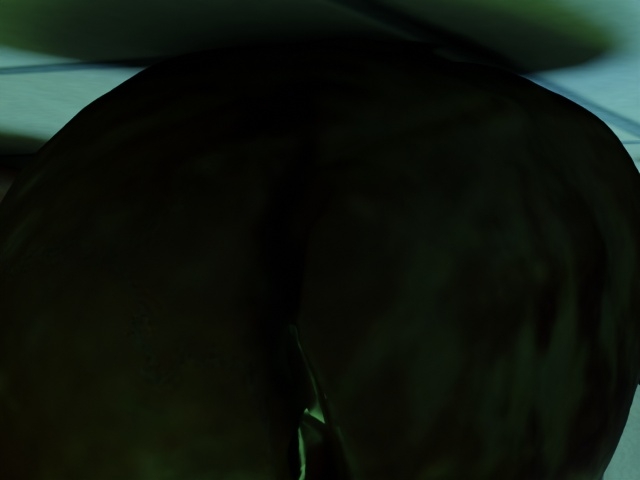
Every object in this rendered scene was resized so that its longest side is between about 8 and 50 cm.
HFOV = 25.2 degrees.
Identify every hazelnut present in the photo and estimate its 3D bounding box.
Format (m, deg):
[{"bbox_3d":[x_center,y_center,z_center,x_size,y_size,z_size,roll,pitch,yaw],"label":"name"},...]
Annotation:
[{"bbox_3d":[-0.007,0.024,0.457,0.218,0.218,0.234,0,-165,40],"label":"hazelnut"}]

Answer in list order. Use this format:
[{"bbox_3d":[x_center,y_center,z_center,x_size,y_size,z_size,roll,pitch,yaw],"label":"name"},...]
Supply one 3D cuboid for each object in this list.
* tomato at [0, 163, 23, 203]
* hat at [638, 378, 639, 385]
[{"bbox_3d":[-0.240,0.087,0.829,0.321,0.321,0.321,3,177,0],"label":"tomato"},{"bbox_3d":[0.370,0.084,1.327,0.205,0.089,0.205,-17,154,-8],"label":"hat"}]
